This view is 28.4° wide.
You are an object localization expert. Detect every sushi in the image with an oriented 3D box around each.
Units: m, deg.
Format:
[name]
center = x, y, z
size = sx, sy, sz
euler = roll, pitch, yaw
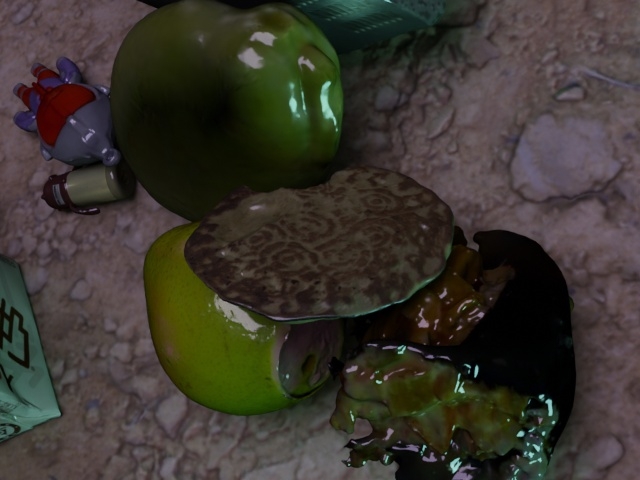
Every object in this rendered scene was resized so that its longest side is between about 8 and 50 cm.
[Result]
[sushi]
center = 0.117, 0.102, 1.108
size = 0.200, 0.204, 0.213
euler = 23, 119, -3

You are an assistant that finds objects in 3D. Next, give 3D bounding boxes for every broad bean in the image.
[broad bean]
center = -0.092, -0.124, 1.217
size = 0.238, 0.291, 0.119
euler = 46, 48, -8

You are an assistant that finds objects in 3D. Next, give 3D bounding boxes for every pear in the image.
[pear]
center = -0.082, 0.067, 1.193
size = 0.220, 0.187, 0.187
euler = 16, 79, 38

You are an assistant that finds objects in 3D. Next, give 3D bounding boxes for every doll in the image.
[doll]
center = -0.269, -0.132, 1.357
size = 0.102, 0.075, 0.227
euler = -53, 46, -1

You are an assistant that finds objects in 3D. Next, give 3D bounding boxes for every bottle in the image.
[bottle]
center = -0.252, -0.059, 1.362
size = 0.101, 0.047, 0.063
euler = -12, 33, 20

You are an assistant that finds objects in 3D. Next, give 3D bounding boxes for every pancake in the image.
[pancake]
center = 0.000, 0.000, 1.086
size = 0.235, 0.029, 0.212
euler = -4, 36, 0

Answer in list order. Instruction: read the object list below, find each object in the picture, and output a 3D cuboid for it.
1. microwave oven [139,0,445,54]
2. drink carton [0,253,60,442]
[microwave oven]
center = -0.032, -0.430, 1.210
size = 0.236, 0.374, 0.432
euler = -4, 74, 51
[drink carton]
center = -0.398, 0.082, 1.212
size = 0.132, 0.324, 0.194
euler = -25, 67, 10
